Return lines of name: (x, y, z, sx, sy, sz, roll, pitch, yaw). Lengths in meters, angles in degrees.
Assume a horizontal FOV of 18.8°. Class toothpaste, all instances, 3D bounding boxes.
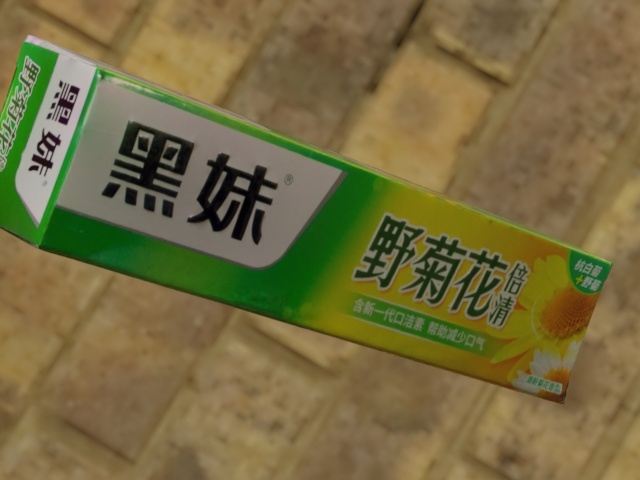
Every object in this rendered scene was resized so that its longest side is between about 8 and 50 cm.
toothpaste: (0.000, 0.000, 0.473, 0.178, 0.037, 0.043, 19, -85, -42)
